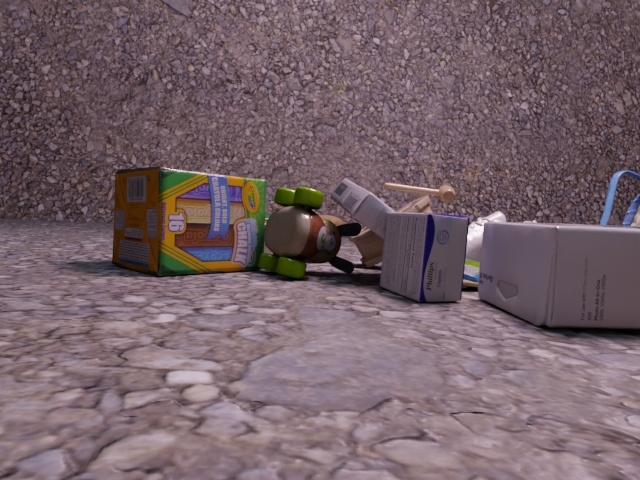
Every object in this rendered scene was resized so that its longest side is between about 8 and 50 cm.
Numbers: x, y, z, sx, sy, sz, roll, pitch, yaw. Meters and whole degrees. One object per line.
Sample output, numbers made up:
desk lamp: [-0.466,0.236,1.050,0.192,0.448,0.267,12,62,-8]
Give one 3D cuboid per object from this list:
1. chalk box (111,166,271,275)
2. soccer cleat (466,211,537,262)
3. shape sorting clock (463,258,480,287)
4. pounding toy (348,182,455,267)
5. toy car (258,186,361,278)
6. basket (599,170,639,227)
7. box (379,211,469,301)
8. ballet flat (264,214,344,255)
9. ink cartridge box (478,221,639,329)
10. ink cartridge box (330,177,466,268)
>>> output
chalk box: [-0.221,-0.035,0.932,0.180,0.179,0.288,5,3,44]
soccer cleat: [0.351,0.003,1.113,0.330,0.143,0.116,2,3,-14]
shape sorting clock: [0.246,0.059,0.912,0.206,0.041,0.206,10,12,-2]
pounding toy: [0.177,-0.062,1.106,0.269,0.155,0.154,-27,4,19]
toy car: [0.000,0.000,0.914,0.188,0.155,0.148,16,-4,-32]
basket: [0.878,-0.032,1.295,0.288,0.255,0.201,14,4,-6]
box: [0.154,0.021,0.742,0.072,0.126,0.137,4,3,-18]
ballet flat: [-0.072,0.003,1.147,0.342,0.116,0.124,1,24,-29]
ink cartridge box: [0.388,0.041,0.644,0.288,0.122,0.211,2,3,-5]
ink cartridge box: [0.136,-0.018,0.906,0.232,0.066,0.189,40,4,-18]
